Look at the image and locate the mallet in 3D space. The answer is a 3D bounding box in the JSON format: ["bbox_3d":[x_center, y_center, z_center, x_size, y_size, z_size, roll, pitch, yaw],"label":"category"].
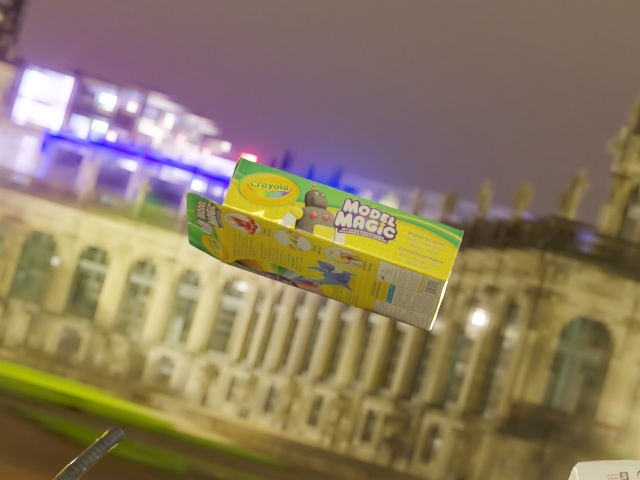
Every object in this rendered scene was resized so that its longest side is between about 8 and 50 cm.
[{"bbox_3d":[-0.201,0.188,1.386,0.039,0.189,0.062,50,-46,-1],"label":"mallet"}]

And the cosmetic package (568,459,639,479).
[{"bbox_3d":[0.275,0.324,1.629,0.085,0.231,0.117,-2,-39,-5],"label":"cosmetic package"}]

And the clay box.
[{"bbox_3d":[0.000,0.000,1.514,0.222,0.053,0.127,20,-22,4],"label":"clay box"}]
